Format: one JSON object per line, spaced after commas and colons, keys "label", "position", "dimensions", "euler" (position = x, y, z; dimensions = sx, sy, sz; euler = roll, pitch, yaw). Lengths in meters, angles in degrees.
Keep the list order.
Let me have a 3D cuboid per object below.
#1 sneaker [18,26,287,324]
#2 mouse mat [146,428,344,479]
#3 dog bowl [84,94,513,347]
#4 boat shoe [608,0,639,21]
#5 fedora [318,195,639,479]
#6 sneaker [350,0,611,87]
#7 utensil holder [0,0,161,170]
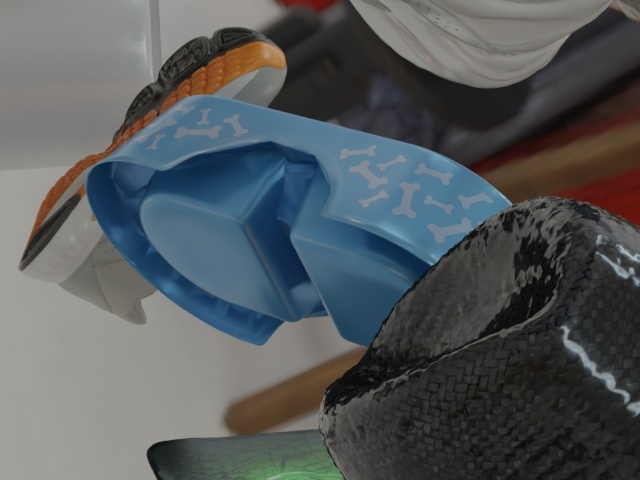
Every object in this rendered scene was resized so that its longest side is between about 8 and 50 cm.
{"label": "sneaker", "position": [-0.094, -0.041, 1.386], "dimensions": [0.121, 0.262, 0.099], "euler": [34, 35, -22]}
{"label": "mouse mat", "position": [-0.004, 0.169, 1.264], "dimensions": [0.189, 0.007, 0.152], "euler": [-2, 33, -25]}
{"label": "dog bowl", "position": [0.000, 0.000, 1.138], "dimensions": [0.074, 0.297, 0.166], "euler": [-55, 142, -26]}
{"label": "boat shoe", "position": [0.169, -0.210, 1.157], "dimensions": [0.324, 0.116, 0.123], "euler": [-51, 152, -66]}
{"label": "fedora", "position": [0.100, 0.079, 0.894], "dimensions": [0.152, 0.334, 0.334], "euler": [44, 37, -8]}
{"label": "sneaker", "position": [0.007, -0.134, 0.669], "dimensions": [0.232, 0.115, 0.090], "euler": [19, 74, -18]}
{"label": "utensil holder", "position": [-0.361, -0.225, 2.038], "dimensions": [0.327, 0.385, 0.328], "euler": [177, -90, -87]}
